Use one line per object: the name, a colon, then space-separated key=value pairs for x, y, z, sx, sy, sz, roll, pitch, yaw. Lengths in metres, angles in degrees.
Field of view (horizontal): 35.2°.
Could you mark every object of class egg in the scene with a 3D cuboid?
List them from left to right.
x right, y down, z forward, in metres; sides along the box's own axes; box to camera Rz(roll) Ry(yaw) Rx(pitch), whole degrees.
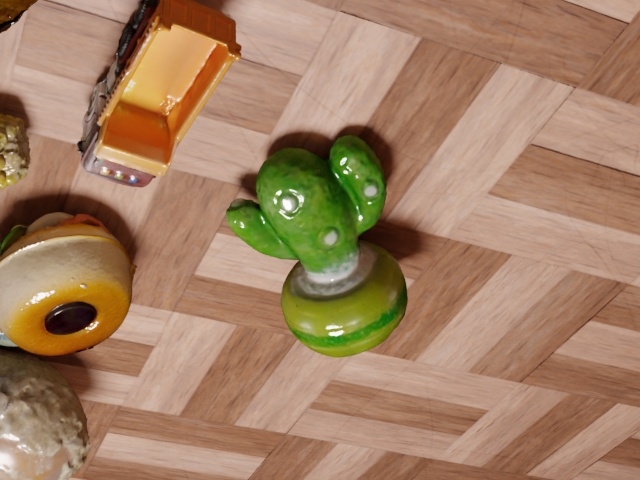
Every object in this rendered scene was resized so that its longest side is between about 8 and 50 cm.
egg: x=-0.537 y=0.308 z=1.682 sx=0.310 sy=0.279 sz=0.279 roll=28 pitch=139 yaw=3

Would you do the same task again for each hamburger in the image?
hamburger: x=-0.373 y=0.068 z=1.456 sx=0.237 sy=0.147 sz=0.237 roll=-17 pitch=142 yaw=-14

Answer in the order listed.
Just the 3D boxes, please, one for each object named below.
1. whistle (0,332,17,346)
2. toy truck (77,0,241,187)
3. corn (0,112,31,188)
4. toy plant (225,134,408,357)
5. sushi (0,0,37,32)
whistle: x=-0.453 y=0.142 z=1.630 sx=0.198 sy=0.057 sz=0.104 roll=10 pitch=140 yaw=-14
toy truck: x=-0.194 y=-0.174 z=1.183 sx=0.114 sy=0.135 sz=0.270 roll=18 pitch=137 yaw=-24
corn: x=-0.543 y=-0.098 z=1.268 sx=0.347 sy=0.130 sz=0.130 roll=-5 pitch=142 yaw=-2
toy plant: x=0.000 y=0.000 z=1.417 sx=0.224 sy=0.184 sz=0.316 roll=-14 pitch=124 yaw=7
sushi: x=-0.363 y=-0.305 z=0.998 sx=0.140 sy=0.149 sz=0.287 roll=-7 pitch=147 yaw=11
